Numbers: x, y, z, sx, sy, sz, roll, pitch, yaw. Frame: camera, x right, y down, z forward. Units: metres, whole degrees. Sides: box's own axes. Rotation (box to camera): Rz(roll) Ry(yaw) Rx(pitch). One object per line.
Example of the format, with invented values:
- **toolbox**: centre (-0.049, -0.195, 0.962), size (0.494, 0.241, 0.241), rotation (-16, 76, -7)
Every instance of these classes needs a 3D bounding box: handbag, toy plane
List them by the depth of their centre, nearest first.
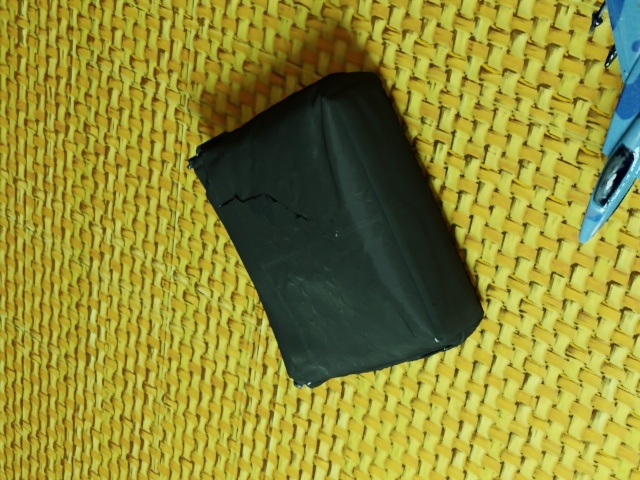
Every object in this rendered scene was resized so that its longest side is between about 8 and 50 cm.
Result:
- **toy plane**: centre (0.229, -0.093, 0.820), size (0.169, 0.078, 0.246), rotation (39, 137, 23)
- **handbag**: centre (0.000, 0.000, 1.060), size (0.223, 0.080, 0.247), rotation (-23, 92, 45)
